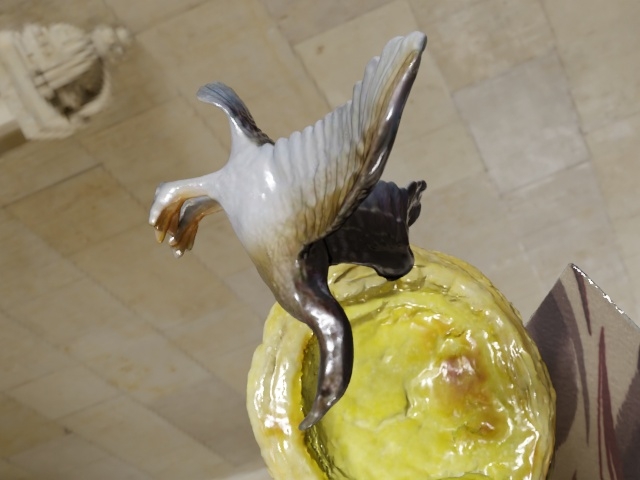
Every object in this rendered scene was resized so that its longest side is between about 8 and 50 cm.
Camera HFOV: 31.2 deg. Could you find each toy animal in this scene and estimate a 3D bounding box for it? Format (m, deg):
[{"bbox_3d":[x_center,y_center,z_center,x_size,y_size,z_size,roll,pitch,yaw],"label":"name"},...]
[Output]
[{"bbox_3d":[-0.015,0.002,0.659,0.272,0.160,0.197,35,-108,-70],"label":"toy animal"}]

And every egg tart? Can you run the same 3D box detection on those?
[{"bbox_3d":[0.065,0.136,0.919,0.279,0.279,0.095,70,156,11],"label":"egg tart"}]

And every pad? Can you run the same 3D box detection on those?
[{"bbox_3d":[0.256,0.203,1.170,0.004,0.330,0.220,-22,-121,-39],"label":"pad"}]
